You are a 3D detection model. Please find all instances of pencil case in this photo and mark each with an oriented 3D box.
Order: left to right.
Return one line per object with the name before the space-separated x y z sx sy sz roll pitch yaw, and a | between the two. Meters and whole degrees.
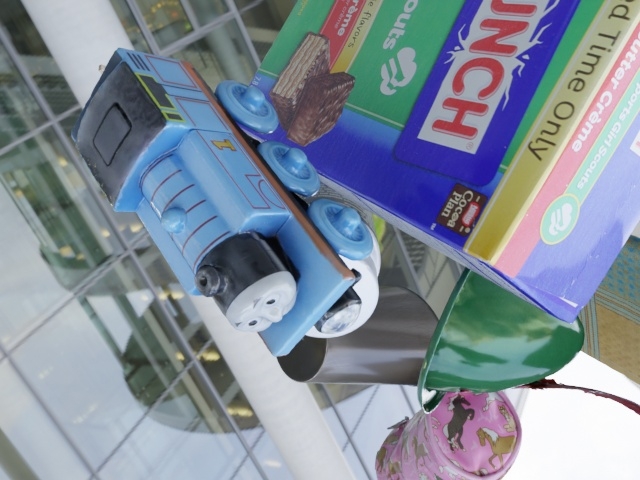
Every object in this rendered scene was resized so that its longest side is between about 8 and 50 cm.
pencil case | 0.205 0.355 1.167 0.160 0.167 0.386 -50 170 -27

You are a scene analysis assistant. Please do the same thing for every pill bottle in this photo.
pill bottle | 0.000 0.000 0.986 0.161 0.161 0.283 -20 -152 9

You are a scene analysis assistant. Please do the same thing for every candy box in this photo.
candy box | 0.105 -0.136 0.504 0.317 0.122 0.268 34 -85 47

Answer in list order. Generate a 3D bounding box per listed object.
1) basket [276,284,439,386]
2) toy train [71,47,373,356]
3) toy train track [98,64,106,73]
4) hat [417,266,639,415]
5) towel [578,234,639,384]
basket | 0.053 0.153 1.086 0.227 0.154 0.204 4 -156 -42
toy train | -0.051 -0.022 0.371 0.105 0.184 0.080 -5 142 -51
toy train track | -0.269 -0.209 0.932 0.014 0.083 0.048 -16 -122 17
hat | 0.203 0.094 0.563 0.183 0.173 0.208 23 -155 22
towel | 0.449 0.113 0.891 0.040 0.271 0.370 -35 -139 -20
